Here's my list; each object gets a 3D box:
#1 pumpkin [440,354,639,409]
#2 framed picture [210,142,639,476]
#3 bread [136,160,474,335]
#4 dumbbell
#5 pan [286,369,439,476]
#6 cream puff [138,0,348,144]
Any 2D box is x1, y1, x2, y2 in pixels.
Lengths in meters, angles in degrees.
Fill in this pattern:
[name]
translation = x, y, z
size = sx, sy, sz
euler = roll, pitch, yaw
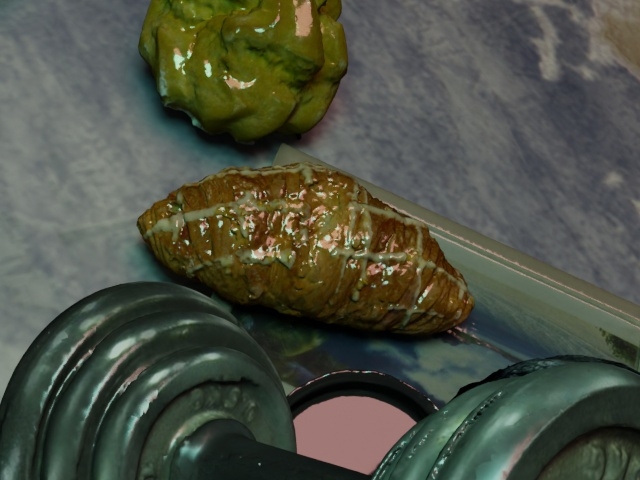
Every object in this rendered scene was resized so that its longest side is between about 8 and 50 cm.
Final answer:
[pumpkin]
translation = 0.139, 0.182, 0.765
size = 0.233, 0.163, 0.233
euler = 0, 91, -33
[framed picture]
translation = 0.079, 0.078, 0.935
size = 0.315, 0.024, 0.232
euler = 25, 49, -4
[bread]
translation = 0.000, 0.000, 0.901
size = 0.233, 0.076, 0.105
euler = 16, 51, -12
[dumbbell]
translation = 0.001, 0.122, 0.632
size = 0.179, 0.406, 0.179
euler = -7, 99, -43
[pan]
translation = -0.025, 0.142, 0.824
size = 0.235, 0.028, 0.136
euler = 5, 68, -14
[cream puff]
translation = -0.048, -0.149, 0.979
size = 0.156, 0.156, 0.121
euler = 15, 19, -13
